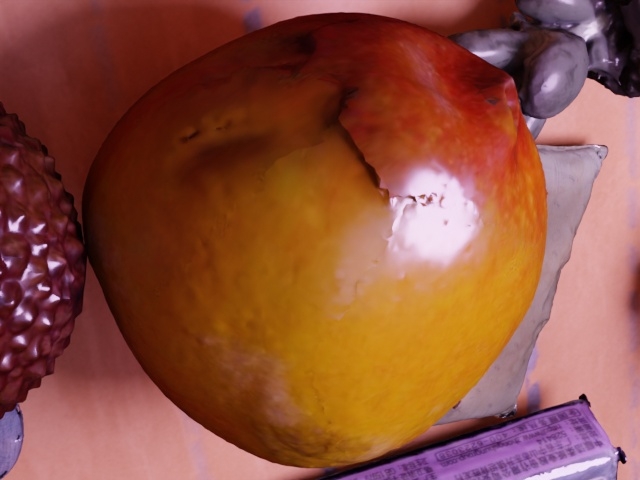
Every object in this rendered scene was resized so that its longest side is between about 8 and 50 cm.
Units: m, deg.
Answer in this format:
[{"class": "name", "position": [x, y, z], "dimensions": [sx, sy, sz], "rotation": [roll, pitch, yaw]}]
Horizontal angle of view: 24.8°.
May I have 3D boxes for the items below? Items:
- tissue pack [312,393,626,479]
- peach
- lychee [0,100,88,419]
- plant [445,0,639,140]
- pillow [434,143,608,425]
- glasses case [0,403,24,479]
[{"class": "tissue pack", "position": [0.118, 0.318, 1.424], "dimensions": [0.361, 0.122, 0.259], "rotation": [-16, 126, -11]}, {"class": "peach", "position": [0.001, -0.001, 1.079], "dimensions": [0.290, 0.373, 0.372], "rotation": [-63, 141, -42]}, {"class": "lychee", "position": [-0.290, 0.016, 0.996], "dimensions": [0.264, 0.300, 0.264], "rotation": [0, 90, -1]}, {"class": "plant", "position": [0.209, -0.171, 1.199], "dimensions": [0.275, 0.149, 0.146], "rotation": [-31, 108, -9]}, {"class": "pillow", "position": [0.151, 0.048, 1.333], "dimensions": [0.185, 0.075, 0.302], "rotation": [-1, 117, -36]}, {"class": "glasses case", "position": [-0.375, 0.165, 1.142], "dimensions": [0.283, 0.067, 0.109], "rotation": [-5, 121, -22]}]
